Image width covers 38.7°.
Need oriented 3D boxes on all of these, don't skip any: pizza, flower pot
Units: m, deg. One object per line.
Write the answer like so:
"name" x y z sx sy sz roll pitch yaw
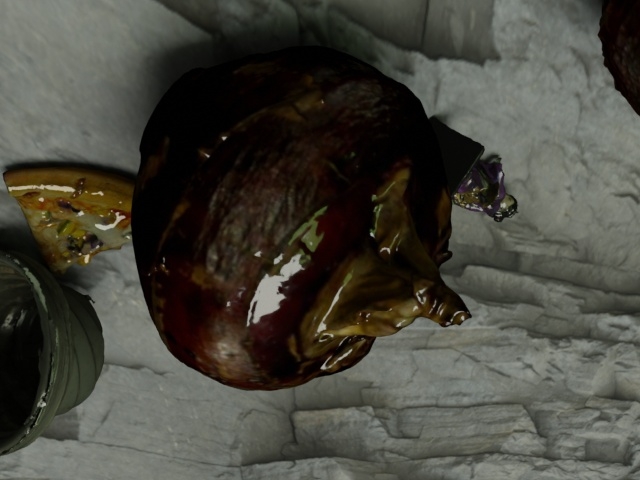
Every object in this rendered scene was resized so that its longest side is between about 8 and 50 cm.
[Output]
"pizza" -0.275 -0.015 0.991 0.185 0.036 0.176 22 128 -38
"flower pot" -0.336 0.122 1.021 0.235 0.235 0.141 -36 162 22

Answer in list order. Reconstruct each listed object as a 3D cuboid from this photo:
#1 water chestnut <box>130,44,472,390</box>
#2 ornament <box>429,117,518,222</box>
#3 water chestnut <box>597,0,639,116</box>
"water chestnut" 0.000 0.000 0.848 0.335 0.347 0.335 -38 145 -34
"ornament" 0.183 -0.072 1.073 0.203 0.088 0.081 16 108 -51
"water chestnut" 0.429 -0.204 0.811 0.351 0.302 0.350 -13 145 -10
